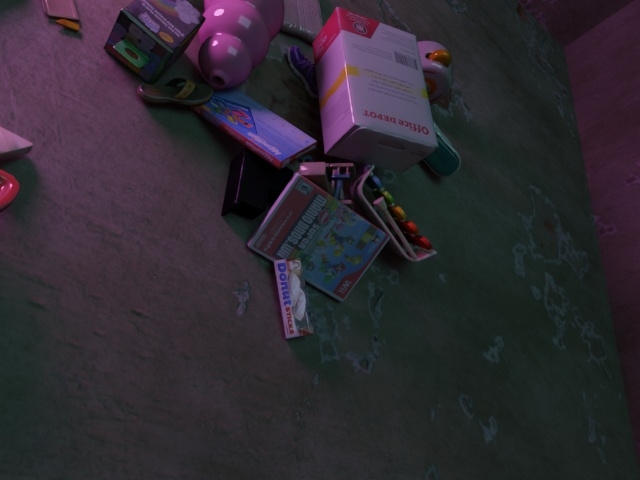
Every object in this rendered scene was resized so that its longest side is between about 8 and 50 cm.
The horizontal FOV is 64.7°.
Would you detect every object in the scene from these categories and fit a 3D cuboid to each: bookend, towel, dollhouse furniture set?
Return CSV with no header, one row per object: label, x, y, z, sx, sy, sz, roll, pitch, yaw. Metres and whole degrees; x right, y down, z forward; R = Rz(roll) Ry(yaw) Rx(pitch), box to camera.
bookend,-0.139,-0.112,1.197,0.157,0.072,0.156,22,58,-31
towel,-0.085,-0.748,1.571,0.187,0.049,0.282,7,66,-35
dollhouse furniture set,0.018,-0.157,1.244,0.128,0.184,0.129,0,60,9

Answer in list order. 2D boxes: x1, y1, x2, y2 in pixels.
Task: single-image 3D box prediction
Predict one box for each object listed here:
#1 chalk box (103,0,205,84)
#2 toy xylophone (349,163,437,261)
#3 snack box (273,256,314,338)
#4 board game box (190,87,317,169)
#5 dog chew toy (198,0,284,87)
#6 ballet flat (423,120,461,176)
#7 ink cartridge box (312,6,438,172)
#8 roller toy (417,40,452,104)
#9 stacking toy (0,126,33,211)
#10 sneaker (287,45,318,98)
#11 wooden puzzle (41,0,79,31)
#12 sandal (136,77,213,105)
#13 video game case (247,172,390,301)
chalk box,-0.380,-0.452,1.128,0.132,0.132,0.213,39,50,-19
toy xylophone,0.195,-0.057,1.359,0.081,0.236,0.323,-39,110,-4
snack box,-0.062,0.130,1.148,0.064,0.022,0.178,-8,78,-12
board game box,-0.158,-0.276,1.207,0.281,0.027,0.145,36,43,16
dog chew toy,-0.211,-0.524,1.264,0.206,0.206,0.332,26,63,-27
ballet flat,0.323,-0.382,1.685,0.400,0.139,0.139,48,47,-11
ink cartridge box,0.144,-0.408,1.402,0.279,0.160,0.385,7,65,-30
roller toy,0.361,-0.571,1.745,0.191,0.209,0.146,51,40,-49
stacking toy,-0.649,-0.127,0.799,0.309,0.130,0.279,36,24,-24
sneaker,-0.030,-0.502,1.479,0.068,0.071,0.170,-36,93,-44
wooden puzzle,-0.562,-0.504,1.085,0.078,0.014,0.116,0,69,-44
sandal,-0.326,-0.347,1.156,0.180,0.049,0.072,-10,52,-35
video game case,0.000,0.000,1.194,0.285,0.204,0.025,32,8,-23
